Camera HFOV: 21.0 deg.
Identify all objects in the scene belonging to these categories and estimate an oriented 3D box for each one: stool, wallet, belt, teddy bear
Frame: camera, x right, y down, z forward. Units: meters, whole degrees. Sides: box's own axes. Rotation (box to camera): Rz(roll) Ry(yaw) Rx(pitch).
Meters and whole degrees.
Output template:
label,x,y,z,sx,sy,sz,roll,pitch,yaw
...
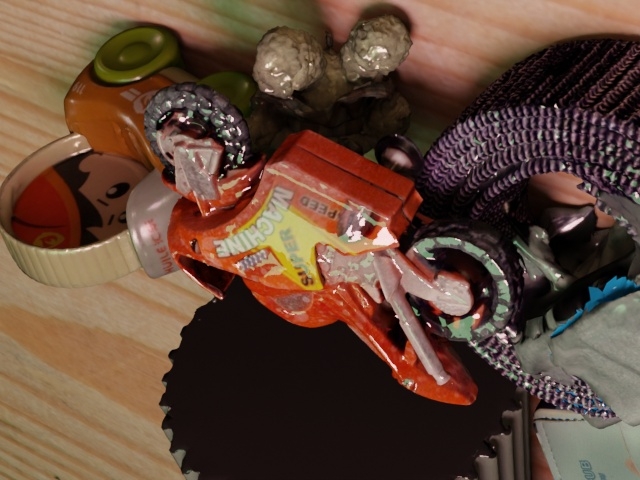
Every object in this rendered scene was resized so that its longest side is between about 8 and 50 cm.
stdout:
label,x,y,z,sx,sy,sz,roll,pitch,yaw
stool,0.046,0.205,1.477,0.297,0.297,0.330,19,148,27
wallet,0.299,0.184,1.360,0.250,0.075,0.176,-7,116,45
belt,0.197,-0.005,1.206,0.260,0.122,0.325,47,146,-1
teddy bear,0.000,-0.082,1.304,0.133,0.111,0.213,-2,123,-6

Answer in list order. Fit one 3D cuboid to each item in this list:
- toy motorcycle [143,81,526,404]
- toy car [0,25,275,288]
label,x,y,z,sx,sy,sz,roll,pitch,yaw
toy motorcycle,0.000,-0.001,1.220,0.298,0.089,0.171,29,128,8
toy car,-0.151,-0.041,1.389,0.235,0.235,0.145,15,142,32
